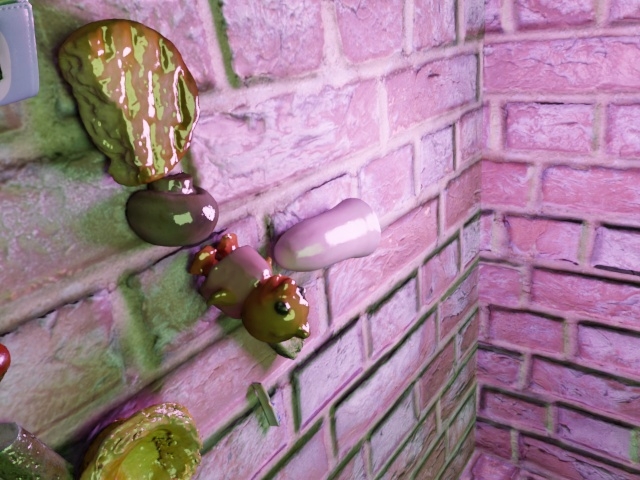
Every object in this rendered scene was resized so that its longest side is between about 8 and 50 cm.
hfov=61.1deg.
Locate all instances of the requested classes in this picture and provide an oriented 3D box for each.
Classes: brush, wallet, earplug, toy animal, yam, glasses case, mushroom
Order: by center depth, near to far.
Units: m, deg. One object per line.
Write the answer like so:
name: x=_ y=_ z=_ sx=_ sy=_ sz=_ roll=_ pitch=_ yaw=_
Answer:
wallet: x=-0.487 y=-0.225 z=0.677 sx=0.250 sy=0.075 sz=0.176 roll=-38 pitch=161 yaw=-43
yam: x=-0.478 y=0.367 z=0.890 sx=0.078 sy=0.078 sz=0.179 roll=-52 pitch=134 yaw=-33
mushroom: x=-0.268 y=-0.052 z=1.054 sx=0.188 sy=0.117 sz=0.141 roll=-19 pitch=126 yaw=-56
toy animal: x=-0.136 y=0.118 z=1.150 sx=0.195 sy=0.281 sz=0.169 roll=-38 pitch=148 yaw=-44
glasses case: x=-0.121 y=0.196 z=1.360 sx=0.095 sy=0.062 sz=0.272 roll=-61 pitch=141 yaw=-24
earplug: x=0.000 y=0.000 z=1.408 sx=0.301 sy=0.172 sz=0.172 roll=-20 pitch=115 yaw=-44
brush: x=-0.137 y=0.426 z=1.424 sx=0.030 sy=0.033 sz=0.178 roll=-52 pitch=137 yaw=-43

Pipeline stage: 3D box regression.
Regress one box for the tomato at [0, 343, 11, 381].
tomato: x=-0.504 y=0.188 z=0.799 sx=0.075 sy=0.087 sz=0.087 roll=29 pitch=70 yaw=-13

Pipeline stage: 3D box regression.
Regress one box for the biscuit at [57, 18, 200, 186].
biscuit: x=-0.315 y=-0.242 z=0.940 sx=0.213 sy=0.091 sz=0.274 roll=-38 pitch=126 yaw=-40

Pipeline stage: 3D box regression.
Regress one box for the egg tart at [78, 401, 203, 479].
egg tart: x=-0.359 y=0.440 z=1.039 sx=0.288 sy=0.118 sz=0.288 roll=-26 pitch=121 yaw=-53
